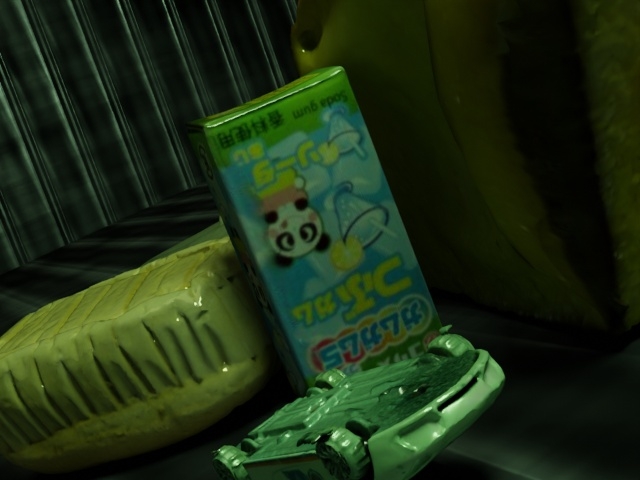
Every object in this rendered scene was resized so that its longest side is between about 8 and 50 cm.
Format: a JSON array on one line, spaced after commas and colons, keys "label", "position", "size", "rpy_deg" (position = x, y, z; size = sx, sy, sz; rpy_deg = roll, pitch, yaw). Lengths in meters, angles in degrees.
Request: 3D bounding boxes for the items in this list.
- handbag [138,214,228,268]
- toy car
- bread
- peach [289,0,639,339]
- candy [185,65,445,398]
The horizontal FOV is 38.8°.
[{"label": "handbag", "position": [-0.038, 0.000, 0.871], "size": [0.253, 0.109, 0.316], "rpy_deg": [-33, 8, -32]}, {"label": "toy car", "position": [0.016, 0.096, 0.429], "size": [0.093, 0.058, 0.186], "rpy_deg": [-31, 1, -35]}, {"label": "bread", "position": [-0.135, 0.086, 0.646], "size": [0.236, 0.106, 0.140], "rpy_deg": [-20, 19, 19]}, {"label": "peach", "position": [0.145, -0.108, 0.558], "size": [0.242, 0.306, 0.380], "rpy_deg": [-31, 7, -9]}, {"label": "candy", "position": [0.000, 0.000, 0.563], "size": [0.097, 0.194, 0.062], "rpy_deg": [-25, 12, -16]}]
